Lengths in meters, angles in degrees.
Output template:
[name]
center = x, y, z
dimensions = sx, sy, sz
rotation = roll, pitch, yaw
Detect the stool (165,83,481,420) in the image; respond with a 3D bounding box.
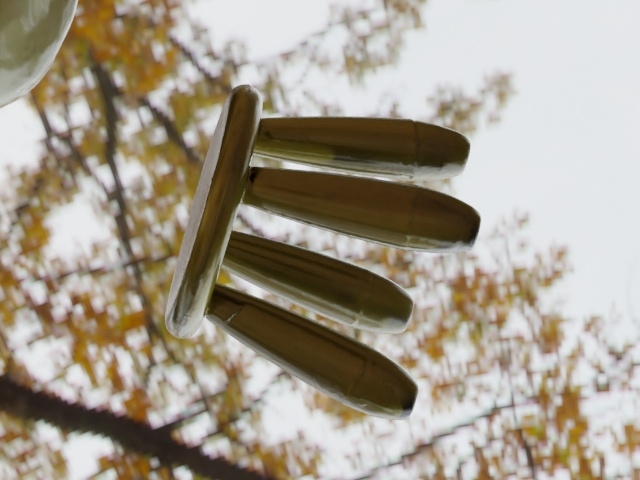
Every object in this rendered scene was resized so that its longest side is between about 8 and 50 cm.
[stool]
center = 0.000, 0.000, 0.832
dimensions = 0.110, 0.134, 0.135
rotation = 17, -112, -7

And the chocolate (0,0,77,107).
[chocolate]
center = -0.271, -0.222, 1.097
dimensions = 0.297, 0.326, 0.314
rotation = 12, -155, -12
